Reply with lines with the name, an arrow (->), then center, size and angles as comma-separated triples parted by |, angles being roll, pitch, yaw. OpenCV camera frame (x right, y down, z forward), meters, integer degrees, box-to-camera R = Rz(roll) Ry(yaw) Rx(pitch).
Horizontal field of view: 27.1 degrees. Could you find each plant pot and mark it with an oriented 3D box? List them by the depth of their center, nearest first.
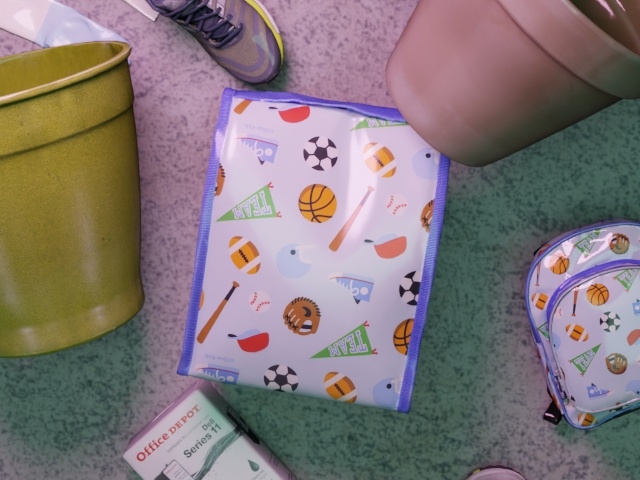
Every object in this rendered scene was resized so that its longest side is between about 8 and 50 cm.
plant pot -> 0.241, -0.246, 1.647 | 0.323, 0.323, 0.280 | 43, 123, -3
plant pot -> -0.388, -0.047, 1.756 | 0.367, 0.366, 0.352 | -12, 108, 2

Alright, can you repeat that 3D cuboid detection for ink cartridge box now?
ink cartridge box -> -0.157, 0.324, 1.895 | 0.153, 0.087, 0.208 | -43, 93, 4

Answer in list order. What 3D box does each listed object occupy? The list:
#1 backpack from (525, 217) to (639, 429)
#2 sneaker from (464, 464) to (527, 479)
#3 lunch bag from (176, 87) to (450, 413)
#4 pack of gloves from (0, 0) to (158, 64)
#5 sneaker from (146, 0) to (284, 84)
backpack -> 0.400, 0.104, 1.816 | 0.277, 0.213, 0.263 | -22, 84, 6
sneaker -> 0.181, 0.502, 1.880 | 0.145, 0.147, 0.384 | 25, 97, -3
lunch bag -> 0.000, 0.000, 1.790 | 0.328, 0.239, 0.385 | 8, 103, 1
pack of gloves -> -0.344, -0.348, 1.853 | 0.232, 0.046, 0.195 | 29, 94, -2
sneaker -> -0.173, -0.319, 1.797 | 0.300, 0.121, 0.111 | 44, 117, -9
